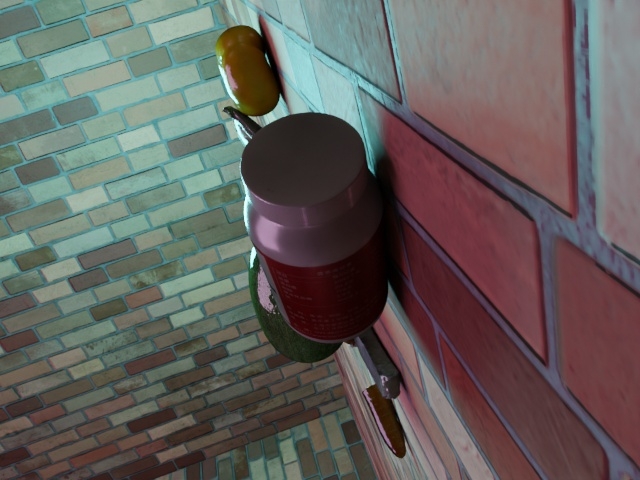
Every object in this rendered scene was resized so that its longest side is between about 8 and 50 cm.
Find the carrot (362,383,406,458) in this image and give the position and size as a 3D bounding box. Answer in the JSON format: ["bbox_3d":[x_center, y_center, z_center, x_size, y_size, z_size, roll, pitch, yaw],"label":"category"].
[{"bbox_3d":[0.123,0.339,1.069,0.048,0.048,0.139,80,169,-63],"label":"carrot"}]

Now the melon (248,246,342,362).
[{"bbox_3d":[-0.034,0.078,1.003,0.182,0.182,0.288,-120,16,-68],"label":"melon"}]

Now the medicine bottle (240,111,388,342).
[{"bbox_3d":[0.000,0.000,0.572,0.250,0.131,0.131,76,173,-55],"label":"medicine bottle"}]

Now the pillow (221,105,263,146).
[{"bbox_3d":[-0.098,-0.168,1.167,0.255,0.059,0.169,49,177,22],"label":"pillow"}]

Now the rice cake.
[{"bbox_3d":[0.088,0.184,0.912,0.211,0.034,0.043,-120,21,-71],"label":"rice cake"}]

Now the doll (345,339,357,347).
[{"bbox_3d":[0.068,0.214,1.261,0.058,0.040,0.085,-95,-3,-49],"label":"doll"}]

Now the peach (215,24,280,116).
[{"bbox_3d":[-0.144,-0.333,1.118,0.179,0.103,0.179,158,90,-90],"label":"peach"}]
